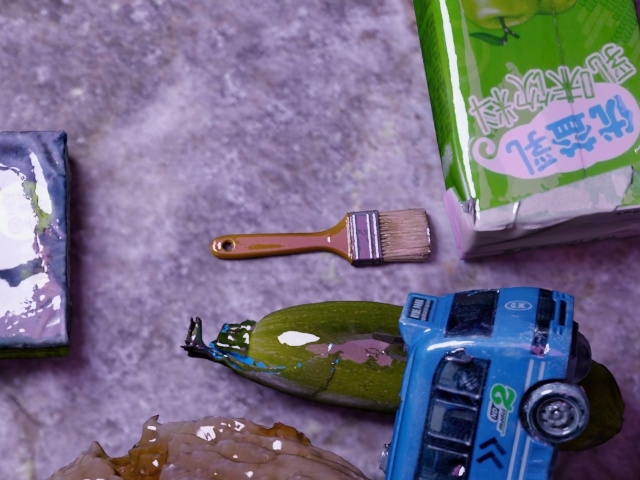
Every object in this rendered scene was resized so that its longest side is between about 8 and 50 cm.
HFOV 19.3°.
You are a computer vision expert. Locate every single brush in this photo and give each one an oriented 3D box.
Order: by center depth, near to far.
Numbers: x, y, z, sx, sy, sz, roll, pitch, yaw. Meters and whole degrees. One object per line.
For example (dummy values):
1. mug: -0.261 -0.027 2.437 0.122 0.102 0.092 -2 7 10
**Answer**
1. brush: 0.000 0.000 1.447 0.170 0.014 0.043 -4 75 -3

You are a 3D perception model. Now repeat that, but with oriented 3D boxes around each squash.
1. squash: 0.063 0.093 1.392 0.332 0.087 0.087 9 76 0

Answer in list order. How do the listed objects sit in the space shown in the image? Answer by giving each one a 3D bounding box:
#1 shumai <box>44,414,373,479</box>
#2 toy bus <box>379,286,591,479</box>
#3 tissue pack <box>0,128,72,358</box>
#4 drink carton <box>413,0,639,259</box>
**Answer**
1. shumai: -0.061 0.288 1.302 0.346 0.217 0.283 -9 119 26
2. toy bus: 0.108 0.155 1.309 0.134 0.113 0.246 10 111 6
3. tissue pack: -0.302 0.004 1.401 0.236 0.073 0.173 0 75 -3
4. drink carton: 0.160 -0.131 1.439 0.161 0.108 0.271 -8 76 -5
